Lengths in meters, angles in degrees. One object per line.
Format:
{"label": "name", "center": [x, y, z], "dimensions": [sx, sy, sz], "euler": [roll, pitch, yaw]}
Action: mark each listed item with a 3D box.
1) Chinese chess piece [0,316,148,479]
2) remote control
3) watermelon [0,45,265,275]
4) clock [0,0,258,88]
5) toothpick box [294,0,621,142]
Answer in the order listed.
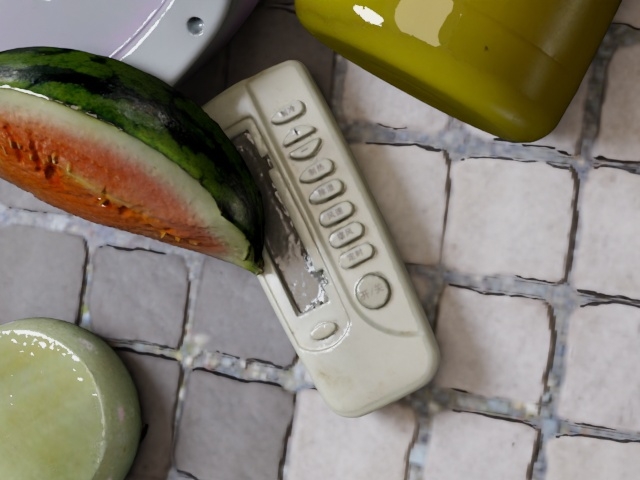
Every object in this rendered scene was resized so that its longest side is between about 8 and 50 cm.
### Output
{"label": "Chinese chess piece", "center": [-0.193, 0.125, 0.906], "dimensions": [0.144, 0.058, 0.144], "euler": [-1, 87, 18]}
{"label": "remote control", "center": [0.000, 0.000, 0.856], "dimensions": [0.090, 0.049, 0.230], "euler": [-28, 81, 14]}
{"label": "watermelon", "center": [-0.137, -0.052, 0.810], "dimensions": [0.245, 0.063, 0.119], "euler": [23, 132, -2]}
{"label": "clock", "center": [-0.201, -0.217, 0.839], "dimensions": [0.338, 0.102, 0.338], "euler": [4, 111, 10]}
{"label": "toothpick box", "center": [0.117, -0.210, 0.768], "dimensions": [0.175, 0.175, 0.271], "euler": [29, 94, 16]}
